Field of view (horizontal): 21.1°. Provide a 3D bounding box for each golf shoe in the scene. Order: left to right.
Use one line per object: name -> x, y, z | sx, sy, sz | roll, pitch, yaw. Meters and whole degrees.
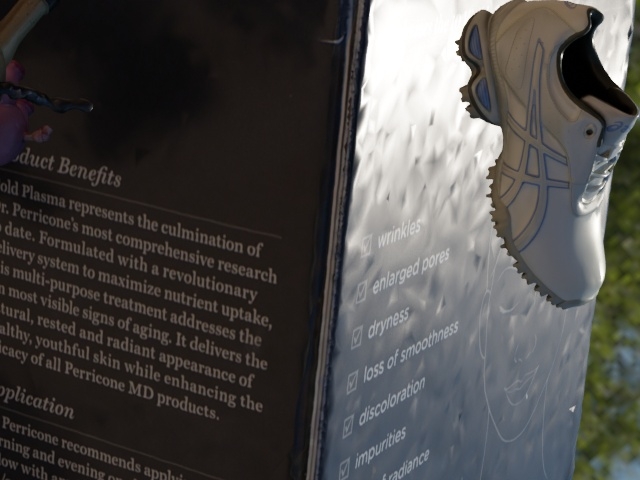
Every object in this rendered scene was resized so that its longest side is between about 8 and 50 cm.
golf shoe -> 0.134, -0.045, 0.924 | 0.086, 0.176, 0.069 | -5, -160, 40

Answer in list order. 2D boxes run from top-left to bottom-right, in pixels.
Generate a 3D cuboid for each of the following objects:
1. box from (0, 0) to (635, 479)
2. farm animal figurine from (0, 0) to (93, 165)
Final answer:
box -> 0.000, 0.000, 1.268 | 0.297, 0.472, 0.480 | 15, -163, 27
farm animal figurine -> -0.332, -0.083, 0.943 | 0.330, 0.327, 0.172 | -34, -154, 51
